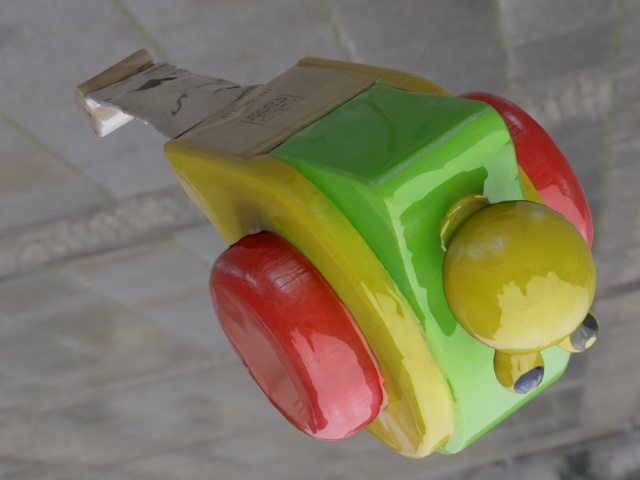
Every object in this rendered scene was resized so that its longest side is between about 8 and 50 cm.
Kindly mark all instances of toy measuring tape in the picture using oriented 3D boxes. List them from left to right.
[{"bbox_3d":[0.000,0.000,0.642,0.121,0.121,0.330,-9,-168,-23],"label":"toy measuring tape"}]
